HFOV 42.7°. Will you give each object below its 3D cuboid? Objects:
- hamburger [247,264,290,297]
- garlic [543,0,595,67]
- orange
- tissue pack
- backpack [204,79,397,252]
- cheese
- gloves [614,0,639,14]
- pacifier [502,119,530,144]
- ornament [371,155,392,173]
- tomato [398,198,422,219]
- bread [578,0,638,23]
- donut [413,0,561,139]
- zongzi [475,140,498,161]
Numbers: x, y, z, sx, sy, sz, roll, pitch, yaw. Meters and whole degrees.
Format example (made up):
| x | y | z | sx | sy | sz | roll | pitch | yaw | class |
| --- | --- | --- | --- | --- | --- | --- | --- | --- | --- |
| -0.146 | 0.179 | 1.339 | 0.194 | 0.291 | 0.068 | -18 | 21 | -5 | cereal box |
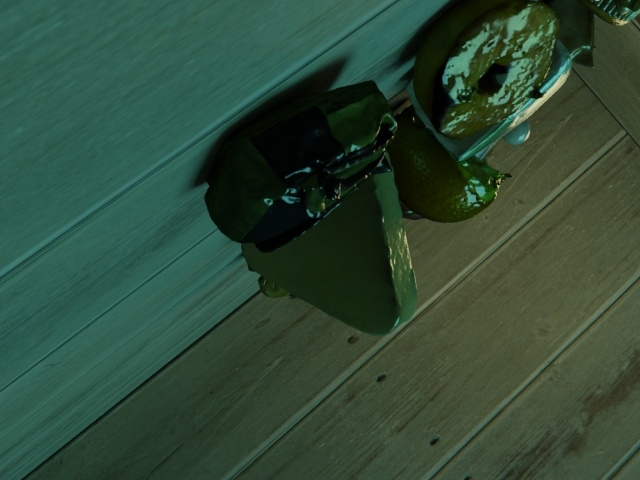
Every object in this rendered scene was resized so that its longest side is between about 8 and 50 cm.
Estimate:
| x | y | z | sx | sy | sz | roll | pitch | yaw | class |
| --- | --- | --- | --- | --- | --- | --- | --- | --- | --- |
| -0.040 | 0.009 | 2.070 | 0.318 | 0.158 | 0.318 | -40 | 179 | -1 | hamburger |
| 0.604 | -0.507 | 2.003 | 0.151 | 0.196 | 0.338 | -24 | -175 | 21 | garlic |
| 0.240 | -0.160 | 1.703 | 0.196 | 0.262 | 0.334 | -35 | -170 | 26 | orange |
| 0.328 | -0.306 | 1.546 | 0.266 | 0.194 | 0.356 | -42 | 176 | 21 | tissue pack |
| -0.014 | -0.096 | 1.018 | 0.253 | 0.140 | 0.207 | -33 | 177 | -27 | backpack |
| 0.000 | -0.001 | 1.629 | 0.384 | 0.384 | 0.104 | -42 | 170 | 35 | cheese |
| 0.515 | -0.508 | 1.221 | 0.203 | 0.155 | 0.356 | -46 | 167 | -48 | gloves |
| 0.519 | -0.378 | 2.379 | 0.299 | 0.233 | 0.244 | -40 | 180 | 27 | pacifier |
| -0.016 | -0.106 | 1.386 | 0.260 | 0.106 | 0.251 | -31 | 171 | 8 | ornament |
| 0.258 | -0.179 | 2.046 | 0.265 | 0.265 | 0.265 | -39 | 177 | -3 | tomato |
| 0.561 | -0.507 | 1.588 | 0.133 | 0.179 | 0.250 | -51 | -179 | 30 | bread |
| 0.255 | -0.272 | 1.267 | 0.253 | 0.118 | 0.253 | -24 | 151 | -14 | donut |
| 0.382 | -0.298 | 2.568 | 0.432 | 0.208 | 0.403 | -20 | 159 | -43 | zongzi |
